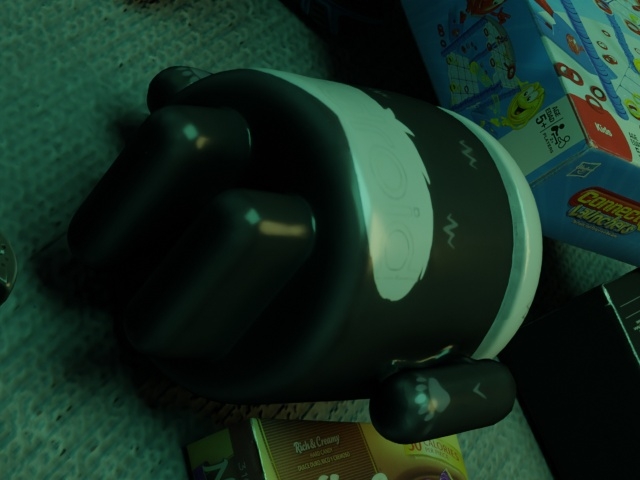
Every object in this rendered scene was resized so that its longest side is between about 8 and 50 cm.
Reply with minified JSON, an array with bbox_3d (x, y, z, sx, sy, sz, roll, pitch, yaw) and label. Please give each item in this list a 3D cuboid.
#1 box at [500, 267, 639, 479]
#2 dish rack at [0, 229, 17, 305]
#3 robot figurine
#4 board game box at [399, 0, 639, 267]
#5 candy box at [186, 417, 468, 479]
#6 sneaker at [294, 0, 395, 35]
[{"bbox_3d":[0.260,0.110,1.191,0.261,0.103,0.184,-16,77,-57],"label":"box"},{"bbox_3d":[-0.233,0.035,0.593,0.208,0.074,0.271,45,38,-23],"label":"dish rack"},{"bbox_3d":[0.000,0.003,0.848,0.278,0.174,0.209,3,82,-53],"label":"robot figurine"},{"bbox_3d":[0.183,-0.134,1.123,0.308,0.086,0.301,15,49,-48],"label":"board game box"},{"bbox_3d":[0.016,0.156,0.866,0.187,0.053,0.109,12,58,-52],"label":"candy box"},{"bbox_3d":[-0.028,-0.229,1.070,0.211,0.080,0.081,48,26,-36],"label":"sneaker"}]
